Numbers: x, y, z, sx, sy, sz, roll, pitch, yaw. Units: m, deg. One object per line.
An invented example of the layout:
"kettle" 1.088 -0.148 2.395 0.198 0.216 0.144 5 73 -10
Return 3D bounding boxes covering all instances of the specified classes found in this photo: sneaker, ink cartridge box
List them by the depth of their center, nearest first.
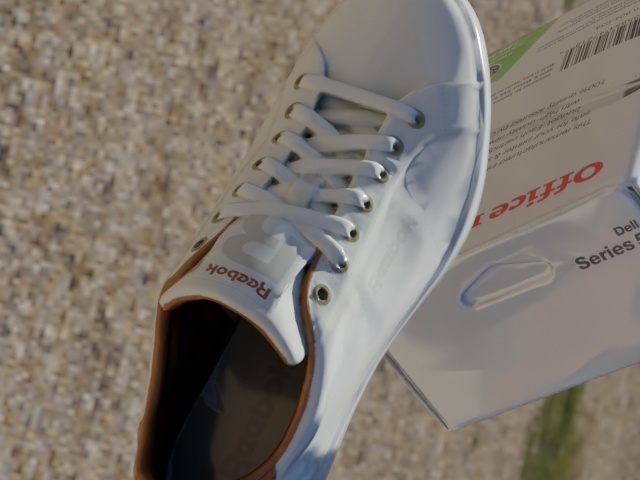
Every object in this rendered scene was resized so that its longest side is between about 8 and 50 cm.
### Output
"sneaker" 0.000 0.000 0.769 0.123 0.106 0.290 50 58 -71
"ink cartridge box" 0.153 -0.033 1.064 0.114 0.198 0.273 51 35 -20
